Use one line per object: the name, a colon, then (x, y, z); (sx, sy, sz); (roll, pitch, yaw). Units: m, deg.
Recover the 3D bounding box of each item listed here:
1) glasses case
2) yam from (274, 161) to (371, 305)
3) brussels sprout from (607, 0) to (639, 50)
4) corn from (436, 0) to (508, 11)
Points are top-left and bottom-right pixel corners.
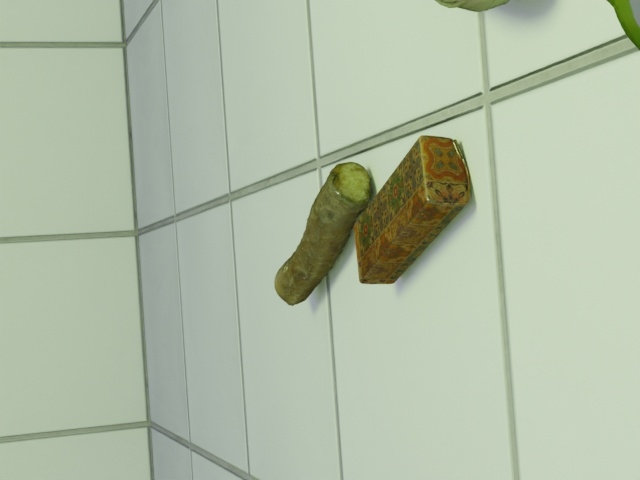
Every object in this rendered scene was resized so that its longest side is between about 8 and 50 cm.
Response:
glasses case: (0.093, -0.026, 1.190); (0.218, 0.049, 0.075); (125, 145, -61)
yam: (0.000, 0.000, 1.448); (0.300, 0.066, 0.066); (119, 144, -56)
brussels sprout: (0.256, -0.150, 0.446); (0.294, 0.227, 0.259); (16, 102, 45)
corn: (0.105, -0.294, 1.029); (0.123, 0.122, 0.305); (65, 176, -31)
